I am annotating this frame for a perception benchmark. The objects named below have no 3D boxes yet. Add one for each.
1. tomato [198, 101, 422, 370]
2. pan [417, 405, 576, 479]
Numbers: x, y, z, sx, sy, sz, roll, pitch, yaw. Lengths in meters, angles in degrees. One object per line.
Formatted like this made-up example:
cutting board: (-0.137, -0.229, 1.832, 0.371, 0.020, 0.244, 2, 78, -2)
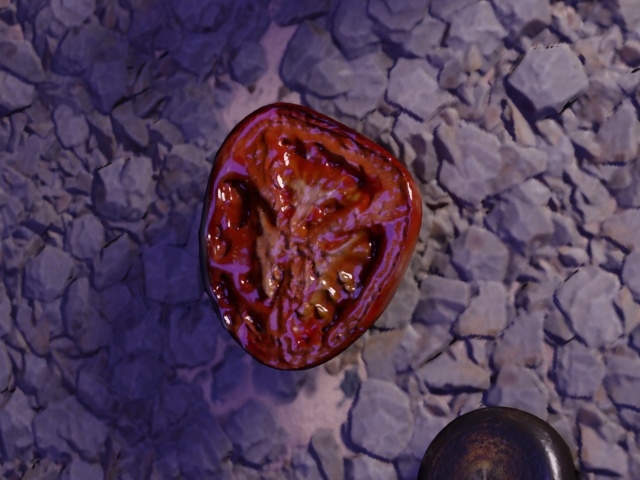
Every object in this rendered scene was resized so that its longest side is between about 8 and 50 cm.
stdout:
tomato: (-0.008, 0.002, 1.196, 0.166, 0.082, 0.174, 28, 95, 24)
pan: (0.157, 0.182, 1.108, 0.212, 0.040, 0.115, 19, 85, 26)
